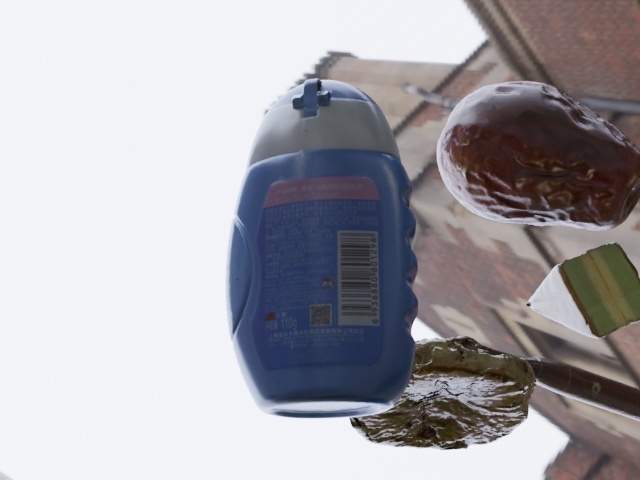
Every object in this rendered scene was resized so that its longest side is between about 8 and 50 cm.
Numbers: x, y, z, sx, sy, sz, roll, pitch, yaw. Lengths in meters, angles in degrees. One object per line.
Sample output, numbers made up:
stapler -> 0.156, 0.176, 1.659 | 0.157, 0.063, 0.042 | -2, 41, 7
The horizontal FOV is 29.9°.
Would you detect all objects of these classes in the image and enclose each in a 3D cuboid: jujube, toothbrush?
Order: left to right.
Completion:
jujube -> 0.276, -0.099, 1.493 | 0.190, 0.255, 0.190 | -46, -29, -34
toothbrush -> 0.311, 0.175, 1.501 | 0.364, 0.041, 0.040 | 21, -90, -27

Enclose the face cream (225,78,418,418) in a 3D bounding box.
face cream -> 0.000, 0.000, 0.917 | 0.149, 0.083, 0.263 | -4, -108, 12

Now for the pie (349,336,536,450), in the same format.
pie -> 0.120, 0.153, 1.187 | 0.195, 0.195, 0.046 | 19, -133, -28

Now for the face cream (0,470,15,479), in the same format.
face cream -> -0.241, 0.162, 0.825 | 0.038, 0.115, 0.020 | -45, -39, -31

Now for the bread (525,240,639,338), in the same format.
bread -> 0.270, 0.068, 1.212 | 0.074, 0.139, 0.084 | -21, -107, -13
